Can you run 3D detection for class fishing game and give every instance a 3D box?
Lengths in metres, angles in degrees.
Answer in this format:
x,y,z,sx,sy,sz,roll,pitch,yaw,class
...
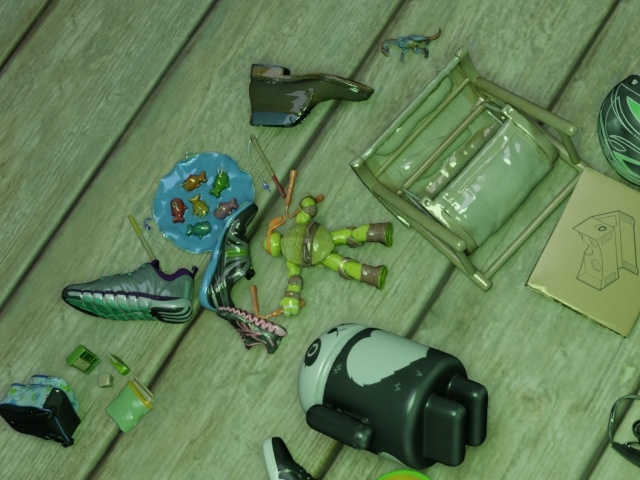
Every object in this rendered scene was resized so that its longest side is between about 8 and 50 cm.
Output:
x,y,z,sx,sy,sz,roll,pitch,yaw,class
-0.200,-0.071,1.969,0.264,0.041,0.189,-30,65,5,fishing game

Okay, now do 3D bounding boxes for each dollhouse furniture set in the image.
x,y,z,sx,sy,sz,roll,pitch,yaw,class
-0.339,0.230,1.878,0.076,0.058,0.152,-47,62,-4,dollhouse furniture set

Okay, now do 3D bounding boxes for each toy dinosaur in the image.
x,y,z,sx,sy,sz,roll,pitch,yaw,class
0.146,-0.328,1.971,0.082,0.047,0.090,20,43,34,toy dinosaur

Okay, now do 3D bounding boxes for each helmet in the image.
x,y,z,sx,sy,sz,roll,pitch,yaw,class
0.487,-0.158,1.703,0.162,0.169,0.169,1,68,1,helmet

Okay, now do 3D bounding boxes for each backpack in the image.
x,y,z,sx,sy,sz,roll,pitch,yaw,class
-0.450,0.268,1.878,0.114,0.105,0.084,3,47,21,backpack

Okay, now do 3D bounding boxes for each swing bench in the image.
x,y,z,sx,sy,sz,roll,pitch,yaw,class
0.229,-0.111,1.774,0.253,0.165,0.255,-46,56,-3,swing bench

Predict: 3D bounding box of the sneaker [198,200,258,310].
x,y,z,sx,sy,sz,roll,pitch,yaw,class
-0.138,0.027,1.894,0.078,0.067,0.188,19,84,-2,sneaker

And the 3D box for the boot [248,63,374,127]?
x,y,z,sx,sy,sz,roll,pitch,yaw,class
-0.020,-0.231,1.970,0.219,0.082,0.106,11,94,18,boot

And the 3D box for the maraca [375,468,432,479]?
x,y,z,sx,sy,sz,roll,pitch,yaw,class
0.130,0.409,1.625,0.127,0.099,0.185,-24,88,8,maraca

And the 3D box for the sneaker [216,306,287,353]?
x,y,z,sx,sy,sz,roll,pitch,yaw,class
-0.115,0.142,1.841,0.119,0.047,0.057,23,92,11,sneaker

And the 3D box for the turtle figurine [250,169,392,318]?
x,y,z,sx,sy,sz,roll,pitch,yaw,class
0.000,0.000,1.840,0.217,0.087,0.269,4,61,15,turtle figurine

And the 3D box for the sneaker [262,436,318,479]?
x,y,z,sx,sy,sz,roll,pitch,yaw,class
0.006,0.369,1.698,0.121,0.079,0.217,-25,71,4,sneaker

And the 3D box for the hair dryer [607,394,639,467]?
x,y,z,sx,sy,sz,roll,pitch,yaw,class
0.518,0.329,1.553,0.224,0.080,0.293,-21,56,27,hair dryer

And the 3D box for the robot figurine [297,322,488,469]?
x,y,z,sx,sy,sz,roll,pitch,yaw,class
0.099,0.218,1.658,0.278,0.209,0.173,18,83,34,robot figurine

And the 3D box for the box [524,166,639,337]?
x,y,z,sx,sy,sz,roll,pitch,yaw,class
0.414,0.016,1.699,0.164,0.021,0.201,28,83,8,box

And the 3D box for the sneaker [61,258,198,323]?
x,y,z,sx,sy,sz,roll,pitch,yaw,class
-0.311,0.077,1.928,0.224,0.083,0.098,6,64,10,sneaker
